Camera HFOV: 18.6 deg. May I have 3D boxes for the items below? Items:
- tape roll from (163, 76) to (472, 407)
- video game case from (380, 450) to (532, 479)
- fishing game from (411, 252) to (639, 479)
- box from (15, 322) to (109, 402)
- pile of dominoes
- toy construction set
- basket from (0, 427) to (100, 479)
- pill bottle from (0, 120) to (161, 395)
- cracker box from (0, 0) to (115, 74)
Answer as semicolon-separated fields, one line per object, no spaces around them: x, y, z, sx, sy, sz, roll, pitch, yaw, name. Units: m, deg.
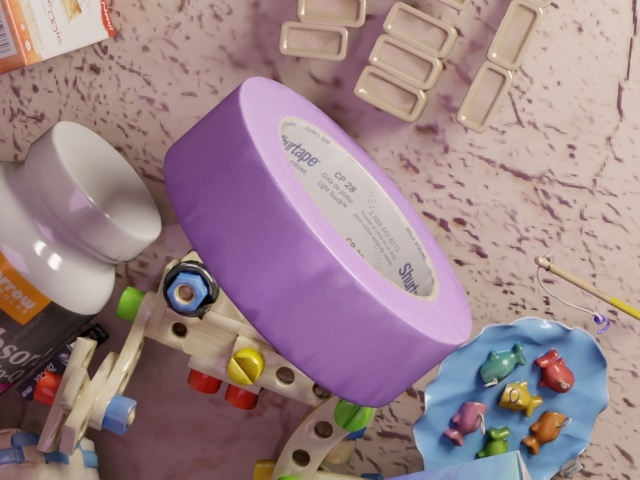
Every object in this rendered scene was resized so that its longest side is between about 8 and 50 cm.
0.000;0.000;1.581;0.090;0.275;0.275;-40;92;18;tape roll
0.076;0.289;1.669;0.269;0.061;0.244;-14;140;14;video game case
0.167;0.150;1.651;0.189;0.041;0.264;33;99;-35;fishing game
-0.230;0.109;1.754;0.067;0.083;0.018;-41;90;16;box
0.099;-0.227;1.646;0.196;0.040;0.251;27;98;6;pile of dominoes
-0.077;0.133;1.695;0.327;0.151;0.215;16;107;-8;toy construction set
-0.288;0.316;1.731;0.255;0.201;0.289;-8;75;24;basket
-0.282;0.032;1.708;0.278;0.162;0.162;-40;92;17;pill bottle
-0.251;-0.222;1.608;0.067;0.232;0.156;-15;99;14;cracker box
